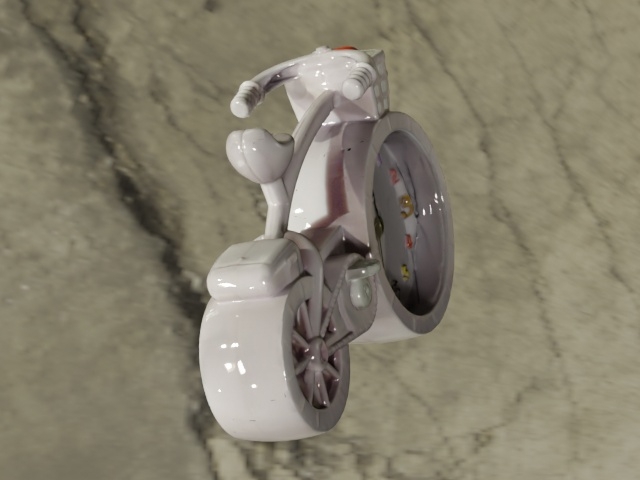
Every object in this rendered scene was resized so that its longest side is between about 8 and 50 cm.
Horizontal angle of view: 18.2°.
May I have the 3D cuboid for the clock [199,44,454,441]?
[{"bbox_3d":[0.000,0.000,0.536,0.041,0.129,0.087,-7,112,25],"label":"clock"}]
